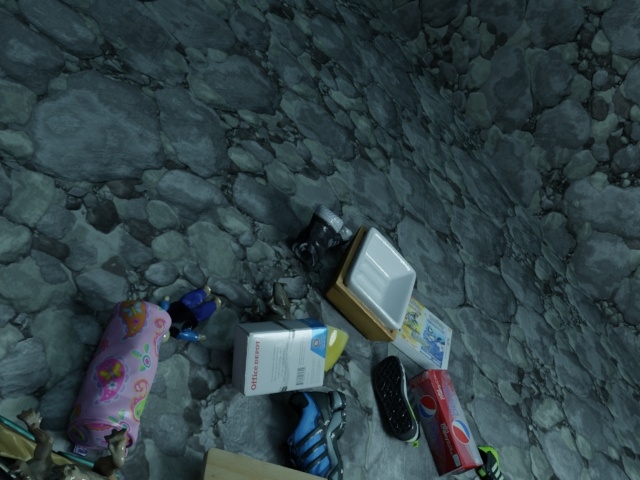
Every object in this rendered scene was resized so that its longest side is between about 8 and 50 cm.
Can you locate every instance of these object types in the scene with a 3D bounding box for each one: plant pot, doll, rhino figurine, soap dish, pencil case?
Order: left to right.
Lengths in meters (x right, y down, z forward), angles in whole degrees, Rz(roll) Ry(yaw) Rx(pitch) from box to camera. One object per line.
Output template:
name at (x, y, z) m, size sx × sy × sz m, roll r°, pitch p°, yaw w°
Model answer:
pencil case at (-0.360, 0.245, 1.153) m, size 0.124 × 0.124 × 0.284 m, roll 29°, pitch 40°, yaw -23°
doll at (-0.289, 0.165, 1.357) m, size 0.129 × 0.046 × 0.189 m, roll 49°, pitch 35°, yaw 4°
rhino figurine at (-0.109, 0.186, 1.495) m, size 0.106 × 0.073 × 0.243 m, roll 53°, pitch 30°, yaw -26°
plant pot at (-0.008, 0.259, 1.505) m, size 0.134 × 0.134 × 0.095 m, roll 26°, pitch 67°, yaw -27°
soap dish at (0.141, 0.120, 1.762) m, size 0.229 × 0.118 × 0.291 m, roll 46°, pitch 36°, yaw -13°

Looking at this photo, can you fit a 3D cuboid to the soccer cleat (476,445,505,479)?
soccer cleat at (0.455, 0.632, 1.678) m, size 0.072 × 0.060 × 0.179 m, roll 14°, pitch 40°, yaw -24°

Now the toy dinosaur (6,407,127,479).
toy dinosaur at (-0.358, 0.368, 0.898) m, size 0.295 × 0.200 × 0.127 m, roll 5°, pitch 24°, yaw 11°

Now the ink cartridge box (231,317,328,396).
ink cartridge box at (-0.088, 0.248, 1.366) m, size 0.190 × 0.140 × 0.082 m, roll 0°, pitch 10°, yaw -29°

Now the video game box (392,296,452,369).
video game box at (0.293, 0.273, 1.850) m, size 0.205 × 0.048 × 0.187 m, roll 39°, pitch 34°, yaw -12°

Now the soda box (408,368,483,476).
soda box at (0.324, 0.474, 1.662) m, size 0.092 × 0.083 × 0.263 m, roll 11°, pitch 50°, yaw -39°

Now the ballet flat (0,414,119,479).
ballet flat at (-0.439, 0.361, 1.015) m, size 0.232 × 0.080 × 0.073 m, roll 33°, pitch 66°, yaw -15°

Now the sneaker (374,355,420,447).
sneaker at (0.201, 0.413, 1.621) m, size 0.097 × 0.084 × 0.235 m, roll 45°, pitch 29°, yaw -48°

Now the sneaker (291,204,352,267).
sneaker at (0.000, 0.000, 1.766) m, size 0.101 × 0.153 × 0.268 m, roll 38°, pitch -2°, yaw 16°

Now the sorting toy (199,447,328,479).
sorting toy at (-0.117, 0.537, 1.133) m, size 0.257 × 0.089 × 0.255 m, roll 23°, pitch 42°, yaw -19°

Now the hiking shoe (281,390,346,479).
hiking shoe at (-0.020, 0.462, 1.332) m, size 0.132 × 0.113 × 0.304 m, roll 6°, pitch 52°, yaw -3°
